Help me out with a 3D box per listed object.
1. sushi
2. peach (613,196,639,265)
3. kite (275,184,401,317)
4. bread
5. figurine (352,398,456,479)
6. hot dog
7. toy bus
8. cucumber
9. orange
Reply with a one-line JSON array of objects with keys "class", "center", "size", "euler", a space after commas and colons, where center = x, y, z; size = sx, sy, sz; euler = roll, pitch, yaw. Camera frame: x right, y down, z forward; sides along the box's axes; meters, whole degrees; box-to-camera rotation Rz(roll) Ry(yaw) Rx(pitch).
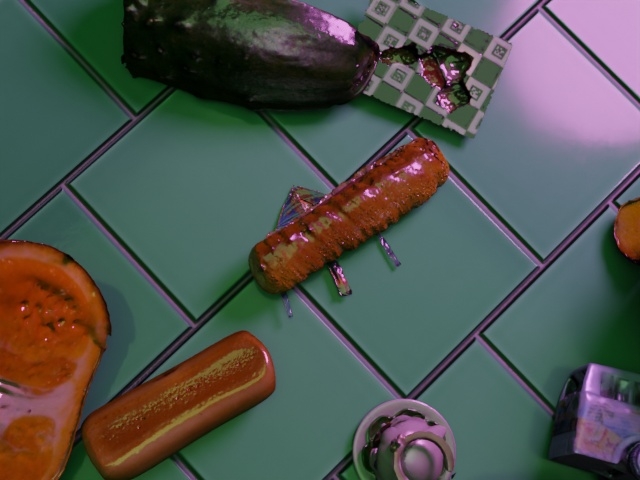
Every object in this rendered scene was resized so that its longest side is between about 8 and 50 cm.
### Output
[{"class": "sushi", "center": [0.132, -0.230, 1.209], "size": [0.200, 0.031, 0.139], "euler": [23, 88, -1]}, {"class": "peach", "center": [0.413, -0.010, 1.176], "size": [0.077, 0.050, 0.083], "euler": [-13, 71, 19]}, {"class": "kite", "center": [0.000, 0.000, 1.177], "size": [0.182, 0.010, 0.160], "euler": [-25, 79, -10]}, {"class": "bread", "center": [-0.163, 0.199, 1.104], "size": [0.239, 0.074, 0.093], "euler": [-29, 67, -8]}, {"class": "figurine", "center": [0.108, 0.249, 1.068], "size": [0.132, 0.154, 0.132], "euler": [0, 81, -3]}, {"class": "hot dog", "center": [0.038, -0.033, 1.149], "size": [0.289, 0.068, 0.083], "euler": [-34, 87, -12]}, {"class": "toy bus", "center": [0.450, 0.250, 1.113], "size": [0.329, 0.109, 0.136], "euler": [14, 69, -1]}, {"class": "cucumber", "center": [-0.091, -0.244, 1.153], "size": [0.325, 0.105, 0.145], "euler": [15, 85, 2]}, {"class": "orange", "center": [-0.374, 0.149, 1.014], "size": [0.274, 0.274, 0.310], "euler": [38, 117, 4]}]
